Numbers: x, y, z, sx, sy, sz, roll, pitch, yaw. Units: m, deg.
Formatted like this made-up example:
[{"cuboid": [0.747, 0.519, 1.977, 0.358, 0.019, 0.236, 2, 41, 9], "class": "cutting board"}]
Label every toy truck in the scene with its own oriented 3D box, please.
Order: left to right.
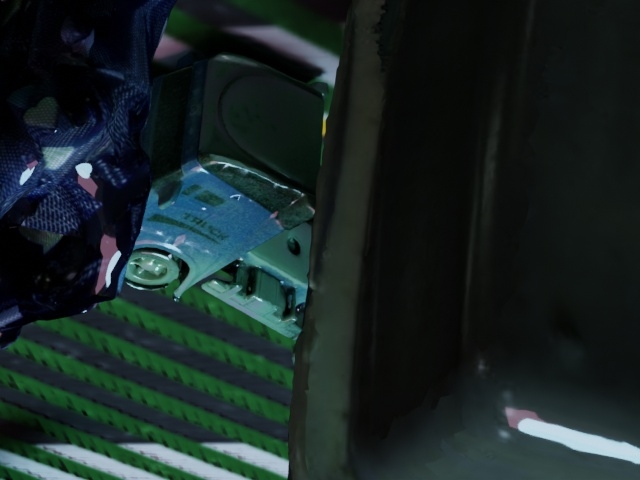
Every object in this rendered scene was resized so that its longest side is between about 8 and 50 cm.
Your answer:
[{"cuboid": [0.000, 0.000, 0.715, 0.175, 0.067, 0.081, 31, 138, -34], "class": "toy truck"}]

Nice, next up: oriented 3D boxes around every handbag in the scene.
[{"cuboid": [-0.141, -0.028, 0.609, 0.260, 0.162, 0.113, -21, 140, 39], "class": "handbag"}]

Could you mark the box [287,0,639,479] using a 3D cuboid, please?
[{"cuboid": [0.135, 0.015, 0.585, 0.290, 0.220, 0.166, 13, 159, -12], "class": "box"}]
